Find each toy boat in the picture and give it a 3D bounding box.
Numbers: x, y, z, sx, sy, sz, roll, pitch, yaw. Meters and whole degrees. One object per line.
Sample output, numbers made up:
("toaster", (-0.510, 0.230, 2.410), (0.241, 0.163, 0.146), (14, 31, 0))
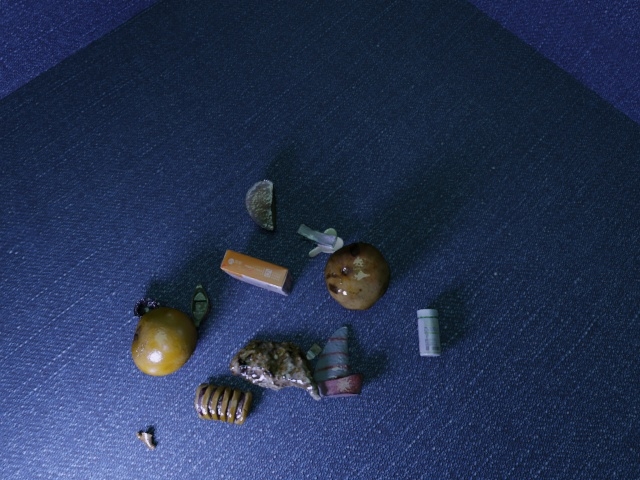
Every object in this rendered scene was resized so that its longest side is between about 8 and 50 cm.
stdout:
("toy boat", (-0.512, 0.278, 1.778), (0.089, 0.071, 0.185), (-3, 70, -2))
("toy boat", (0.068, 0.488, 1.702), (0.206, 0.096, 0.282), (-7, 61, 10))

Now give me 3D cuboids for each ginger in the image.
("ginger", (-0.672, 0.769, 1.628), (0.097, 0.030, 0.048), (33, 102, 14))

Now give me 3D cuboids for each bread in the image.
("bread", (-0.384, 0.641, 1.643), (0.225, 0.081, 0.134), (7, 72, 2))

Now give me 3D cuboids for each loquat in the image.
("loquat", (-0.614, 0.395, 1.640), (0.262, 0.263, 0.263), (0, 71, 0))

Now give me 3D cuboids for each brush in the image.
("brush", (-0.062, 0.497, 1.729), (0.043, 0.014, 0.170), (41, 77, 15))

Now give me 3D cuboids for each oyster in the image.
("oyster", (-0.163, 0.493, 1.680), (0.395, 0.111, 0.204), (11, 66, 11))

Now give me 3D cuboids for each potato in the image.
("potato", (-0.271, -0.149, 1.914), (0.138, 0.098, 0.243), (-2, 77, 3))

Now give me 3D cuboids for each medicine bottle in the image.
("medicine bottle", (0.447, 0.381, 1.726), (0.086, 0.086, 0.184), (1, 71, 1))

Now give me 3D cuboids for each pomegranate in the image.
("pomegranate", (0.153, 0.149, 1.724), (0.281, 0.281, 0.281), (0, 71, 0))

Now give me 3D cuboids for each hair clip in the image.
("hair clip", (-0.001, 0.003, 1.873), (0.218, 0.071, 0.159), (19, 74, 13))

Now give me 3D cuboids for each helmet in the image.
("helmet", (-0.722, 0.296, 1.773), (0.123, 0.070, 0.098), (15, 77, -2))

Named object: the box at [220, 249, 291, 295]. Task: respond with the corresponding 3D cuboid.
("box", (-0.259, 0.137, 1.749), (0.273, 0.221, 0.091), (18, 75, 9))
